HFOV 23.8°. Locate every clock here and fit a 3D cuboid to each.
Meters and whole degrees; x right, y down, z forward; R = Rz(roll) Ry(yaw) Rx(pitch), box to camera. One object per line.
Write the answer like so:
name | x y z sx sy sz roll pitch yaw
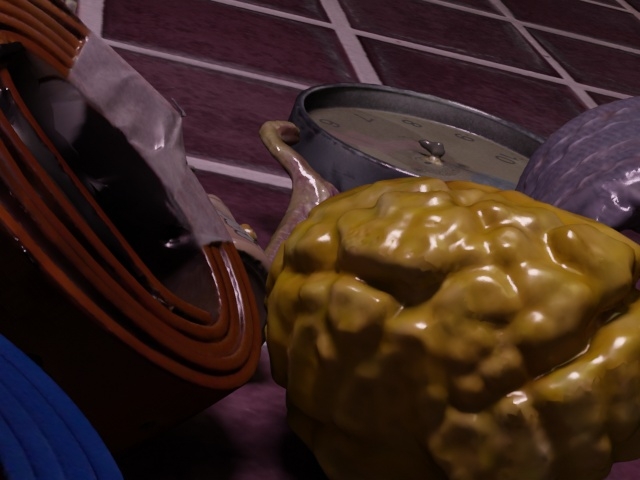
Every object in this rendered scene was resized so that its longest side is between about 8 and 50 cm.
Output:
clock | 0.102 -0.068 1.346 0.280 0.055 0.280 14 20 -5

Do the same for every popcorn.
popcorn | 0.083 0.050 0.825 0.203 0.226 0.200 -19 83 -63

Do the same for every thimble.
thimble | 0.239 0.028 1.013 0.236 0.205 0.172 42 21 -16

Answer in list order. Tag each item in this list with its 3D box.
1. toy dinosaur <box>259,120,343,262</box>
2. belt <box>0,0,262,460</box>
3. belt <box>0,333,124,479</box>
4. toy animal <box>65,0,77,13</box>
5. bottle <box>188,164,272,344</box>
toy dinosaur | 0.003 -0.004 1.090 0.251 0.072 0.200 13 29 -38
belt | -0.140 -0.014 0.775 0.261 0.105 0.184 52 27 -7
belt | -0.219 0.094 0.597 0.347 0.117 0.212 30 26 32
toy animal | -0.226 -0.159 1.278 0.219 0.095 0.155 12 25 -13
bottle | -0.090 0.010 0.945 0.099 0.099 0.152 6 21 -25
